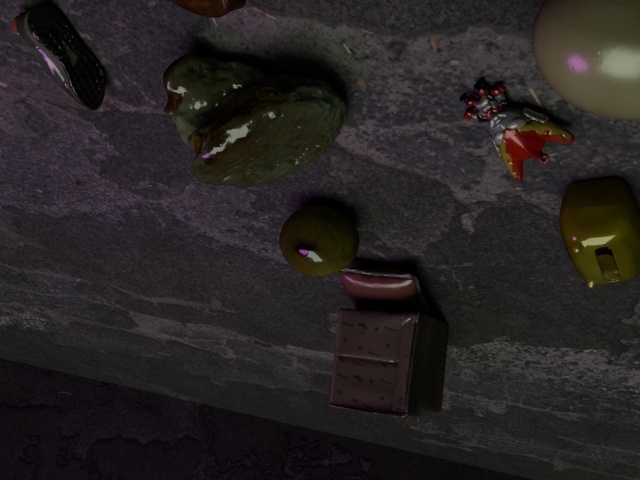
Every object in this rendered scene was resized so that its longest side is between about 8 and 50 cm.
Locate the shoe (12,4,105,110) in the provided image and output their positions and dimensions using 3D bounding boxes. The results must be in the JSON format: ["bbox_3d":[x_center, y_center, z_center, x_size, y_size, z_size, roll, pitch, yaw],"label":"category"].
[{"bbox_3d":[-0.435,-0.304,1.065,0.077,0.074,0.194,12,147,29],"label":"shoe"}]

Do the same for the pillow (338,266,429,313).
[{"bbox_3d":[0.144,0.110,1.431,0.179,0.075,0.171,2,146,22],"label":"pillow"}]

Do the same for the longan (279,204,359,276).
[{"bbox_3d":[0.000,0.000,1.278,0.155,0.145,0.176,35,-168,10],"label":"longan"}]

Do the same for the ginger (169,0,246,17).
[{"bbox_3d":[-0.257,-0.423,0.700,0.418,0.176,0.254,20,141,-10],"label":"ginger"}]

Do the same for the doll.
[{"bbox_3d":[0.284,-0.173,0.954,0.169,0.057,0.109,41,126,-11],"label":"doll"}]

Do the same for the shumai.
[{"bbox_3d":[-0.105,-0.219,1.010,0.272,0.203,0.222,-11,159,-24],"label":"shumai"}]

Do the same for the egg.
[{"bbox_3d":[0.359,-0.227,0.704,0.242,0.186,0.186,3,147,1],"label":"egg"}]

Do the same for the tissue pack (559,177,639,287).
[{"bbox_3d":[0.471,-0.006,1.058,0.123,0.127,0.178,-9,141,31],"label":"tissue pack"}]

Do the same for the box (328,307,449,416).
[{"bbox_3d":[0.167,0.284,1.472,0.190,0.225,0.297,2,168,25],"label":"box"}]
